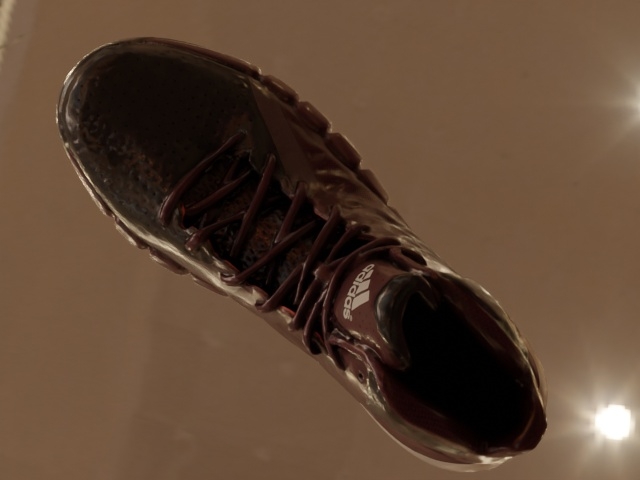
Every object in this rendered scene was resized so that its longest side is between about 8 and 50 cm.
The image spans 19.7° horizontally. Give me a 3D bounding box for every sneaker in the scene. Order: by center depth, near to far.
[{"bbox_3d":[0.000,0.000,0.825,0.281,0.162,0.106,38,-93,-2],"label":"sneaker"}]
